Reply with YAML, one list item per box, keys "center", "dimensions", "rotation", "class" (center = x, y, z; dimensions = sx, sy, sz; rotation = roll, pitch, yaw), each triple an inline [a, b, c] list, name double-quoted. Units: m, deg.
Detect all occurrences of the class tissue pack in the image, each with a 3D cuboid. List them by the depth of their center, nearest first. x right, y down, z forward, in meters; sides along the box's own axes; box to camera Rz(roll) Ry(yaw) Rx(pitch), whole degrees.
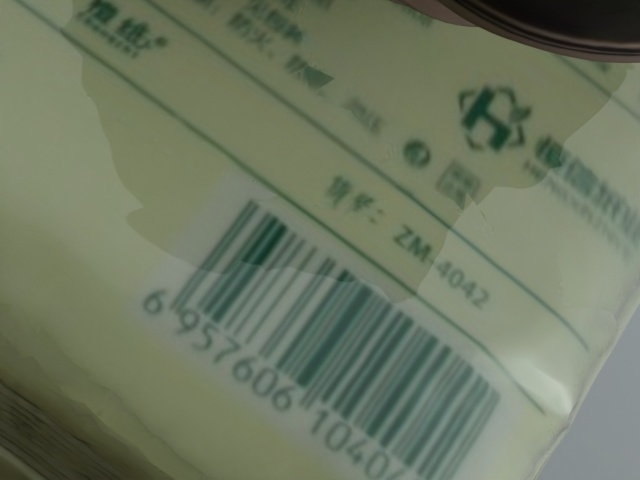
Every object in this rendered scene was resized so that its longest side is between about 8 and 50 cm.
- center: [-0.063, -0.060, 0.557]
  dimensions: [0.380, 0.297, 0.207]
  rotation: [39, -26, 0]
  class: "tissue pack"

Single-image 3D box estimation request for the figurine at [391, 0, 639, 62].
- center: [0.124, -0.200, 0.399]
  dimensions: [0.211, 0.361, 0.253]
  rotation: [46, -9, 23]
  class: "figurine"
